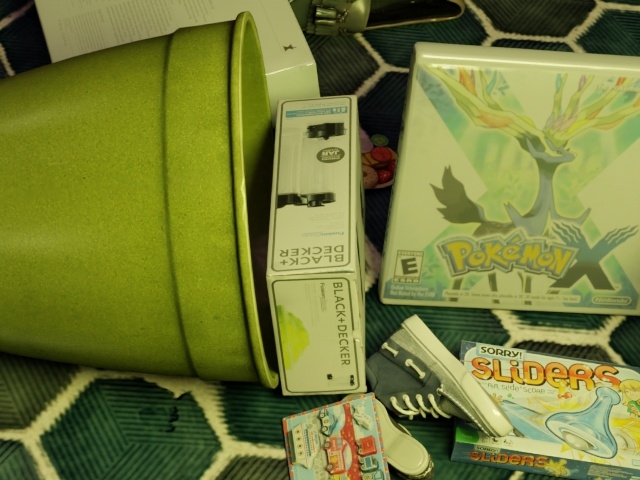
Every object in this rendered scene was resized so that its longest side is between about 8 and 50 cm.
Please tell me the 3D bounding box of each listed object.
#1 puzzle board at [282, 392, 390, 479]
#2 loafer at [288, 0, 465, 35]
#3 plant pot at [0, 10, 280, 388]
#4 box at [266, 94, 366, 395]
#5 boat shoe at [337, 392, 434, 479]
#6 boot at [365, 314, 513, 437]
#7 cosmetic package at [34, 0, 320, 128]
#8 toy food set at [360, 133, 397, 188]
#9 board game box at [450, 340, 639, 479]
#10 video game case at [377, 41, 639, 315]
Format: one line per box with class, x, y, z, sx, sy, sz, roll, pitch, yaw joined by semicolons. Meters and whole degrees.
puzzle board;0.015;0.210;1.594;0.096;0.011;0.128;-16;46;7
loafer;0.063;-0.306;2.086;0.267;0.096;0.084;-14;55;-24
plant pot;-0.229;-0.028;1.613;0.353;0.366;0.366;-4;45;4
box;0.000;0.000;1.692;0.087;0.169;0.290;-3;41;4
boat shoe;0.066;0.196;1.623;0.046;0.038;0.125;-47;51;-12
boot;0.112;0.155;1.627;0.086;0.069;0.190;-42;37;0
cosmetic package;-0.186;-0.262;1.959;0.284;0.097;0.377;-17;49;-5
toy food set;0.055;-0.091;1.918;0.083;0.020;0.082;-15;50;-23
board game box;0.236;0.177;1.672;0.201;0.035;0.136;8;45;-1
video game case;0.239;-0.056;1.720;0.329;0.300;0.036;3;31;-6
